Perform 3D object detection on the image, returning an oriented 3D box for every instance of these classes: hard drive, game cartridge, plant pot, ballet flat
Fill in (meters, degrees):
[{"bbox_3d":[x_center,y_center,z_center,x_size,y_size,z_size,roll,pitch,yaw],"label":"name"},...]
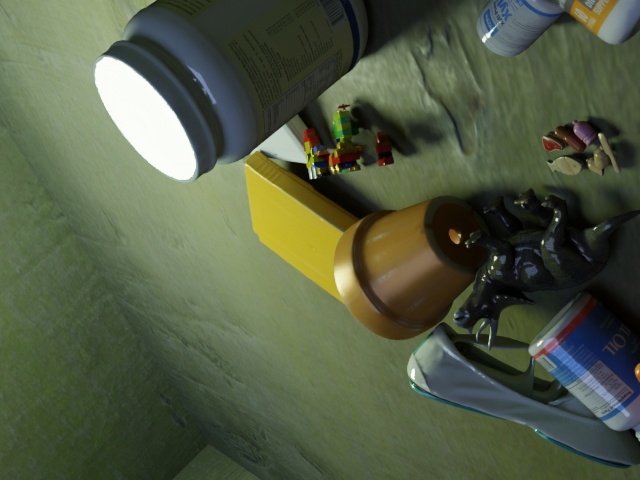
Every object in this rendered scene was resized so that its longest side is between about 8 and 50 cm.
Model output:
[{"bbox_3d":[-0.142,-0.258,1.544,0.203,0.040,0.307,14,150,51],"label":"hard drive"},{"bbox_3d":[0.000,0.000,1.709,0.324,0.052,0.285,37,157,18],"label":"game cartridge"},{"bbox_3d":[0.155,0.028,1.395,0.205,0.205,0.188,49,139,-4],"label":"plant pot"},{"bbox_3d":[0.337,0.236,1.429,0.400,0.139,0.139,21,152,1],"label":"ballet flat"}]

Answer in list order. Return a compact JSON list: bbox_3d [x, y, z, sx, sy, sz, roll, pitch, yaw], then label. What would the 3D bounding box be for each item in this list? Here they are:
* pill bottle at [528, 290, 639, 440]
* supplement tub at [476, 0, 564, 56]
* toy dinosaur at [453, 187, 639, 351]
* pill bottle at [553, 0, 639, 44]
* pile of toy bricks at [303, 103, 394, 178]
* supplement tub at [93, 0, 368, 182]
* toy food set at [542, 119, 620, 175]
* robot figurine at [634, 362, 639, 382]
[{"bbox_3d":[0.413,0.186,1.277,0.221,0.124,0.124,43,155,8],"label":"pill bottle"},{"bbox_3d":[0.224,-0.255,0.991,0.071,0.071,0.107,47,154,1],"label":"supplement tub"},{"bbox_3d":[0.305,0.015,1.236,0.313,0.121,0.160,-27,113,35],"label":"toy dinosaur"},{"bbox_3d":[0.211,-0.318,0.811,0.278,0.162,0.162,42,155,11],"label":"pill bottle"},{"bbox_3d":[0.038,-0.159,1.419,0.212,0.118,0.105,-174,74,-77],"label":"pile of toy bricks"},{"bbox_3d":[-0.118,-0.251,1.236,0.235,0.325,0.235,37,153,22],"label":"supplement tub"},{"bbox_3d":[0.317,-0.115,1.114,0.078,0.019,0.122,59,161,-23],"label":"toy food set"},{"bbox_3d":[0.494,0.174,1.129,0.219,0.128,0.158,58,167,-25],"label":"robot figurine"}]
